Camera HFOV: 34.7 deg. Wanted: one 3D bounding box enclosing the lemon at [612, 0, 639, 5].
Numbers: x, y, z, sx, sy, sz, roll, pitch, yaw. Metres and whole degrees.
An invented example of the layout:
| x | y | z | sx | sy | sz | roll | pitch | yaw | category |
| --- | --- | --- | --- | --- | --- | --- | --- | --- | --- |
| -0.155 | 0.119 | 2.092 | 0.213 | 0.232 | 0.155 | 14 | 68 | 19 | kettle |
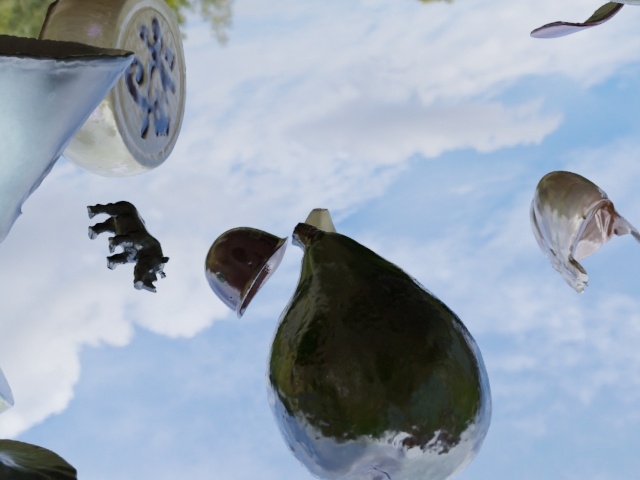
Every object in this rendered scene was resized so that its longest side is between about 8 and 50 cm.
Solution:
| x | y | z | sx | sy | sz | roll | pitch | yaw | category |
| --- | --- | --- | --- | --- | --- | --- | --- | --- | --- |
| 0.151 | -0.180 | 0.432 | 0.170 | 0.170 | 0.207 | 13 | -161 | 42 | lemon |

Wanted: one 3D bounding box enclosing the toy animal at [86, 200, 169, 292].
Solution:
| x | y | z | sx | sy | sz | roll | pitch | yaw | category |
| --- | --- | --- | --- | --- | --- | --- | --- | --- | --- |
| -0.215 | 0.008 | 1.171 | 0.065 | 0.047 | 0.135 | -14 | -130 | -31 | toy animal |

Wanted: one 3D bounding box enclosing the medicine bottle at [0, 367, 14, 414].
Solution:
| x | y | z | sx | sy | sz | roll | pitch | yaw | category |
| --- | --- | --- | --- | --- | --- | --- | --- | --- | --- |
| -0.537 | 0.211 | 1.184 | 0.322 | 0.151 | 0.151 | -30 | -152 | -10 | medicine bottle |

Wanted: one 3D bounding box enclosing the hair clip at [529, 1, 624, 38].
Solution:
| x | y | z | sx | sy | sz | roll | pitch | yaw | category |
| --- | --- | --- | --- | --- | --- | --- | --- | --- | --- |
| 0.293 | -0.247 | 1.149 | 0.137 | 0.022 | 0.054 | -25 | -172 | -35 | hair clip |

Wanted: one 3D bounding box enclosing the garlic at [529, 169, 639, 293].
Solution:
| x | y | z | sx | sy | sz | roll | pitch | yaw | category |
| --- | --- | --- | --- | --- | --- | --- | --- | --- | --- |
| 0.287 | -0.022 | 1.148 | 0.099 | 0.174 | 0.124 | -38 | -113 | -3 | garlic |

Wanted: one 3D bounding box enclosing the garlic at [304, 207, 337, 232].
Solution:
| x | y | z | sx | sy | sz | roll | pitch | yaw | category |
| --- | --- | --- | --- | --- | --- | --- | --- | --- | --- |
| 0.001 | 0.000 | 1.316 | 0.053 | 0.083 | 0.041 | -17 | 180 | 41 | garlic |

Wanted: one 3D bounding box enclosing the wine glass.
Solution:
| x | y | z | sx | sy | sz | roll | pitch | yaw | category |
| --- | --- | --- | --- | --- | --- | --- | --- | --- | --- |
| -0.293 | 0.031 | 0.844 | 0.267 | 0.406 | 0.267 | 4 | -164 | -1 | wine glass |

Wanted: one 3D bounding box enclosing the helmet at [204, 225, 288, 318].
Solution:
| x | y | z | sx | sy | sz | roll | pitch | yaw | category |
| --- | --- | --- | --- | --- | --- | --- | --- | --- | --- |
| -0.128 | 0.032 | 1.666 | 0.106 | 0.155 | 0.175 | 34 | -153 | 7 | helmet |

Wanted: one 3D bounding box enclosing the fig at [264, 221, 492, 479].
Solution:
| x | y | z | sx | sy | sz | roll | pitch | yaw | category |
| --- | --- | --- | --- | --- | --- | --- | --- | --- | --- |
| 0.038 | 0.092 | 0.866 | 0.195 | 0.244 | 0.195 | -14 | 172 | -2 | fig |

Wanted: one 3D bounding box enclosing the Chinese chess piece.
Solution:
| x | y | z | sx | sy | sz | roll | pitch | yaw | category |
| --- | --- | --- | --- | --- | --- | --- | --- | --- | --- |
| -0.265 | -0.210 | 1.333 | 0.104 | 0.257 | 0.257 | 2 | -154 | 16 | Chinese chess piece |
